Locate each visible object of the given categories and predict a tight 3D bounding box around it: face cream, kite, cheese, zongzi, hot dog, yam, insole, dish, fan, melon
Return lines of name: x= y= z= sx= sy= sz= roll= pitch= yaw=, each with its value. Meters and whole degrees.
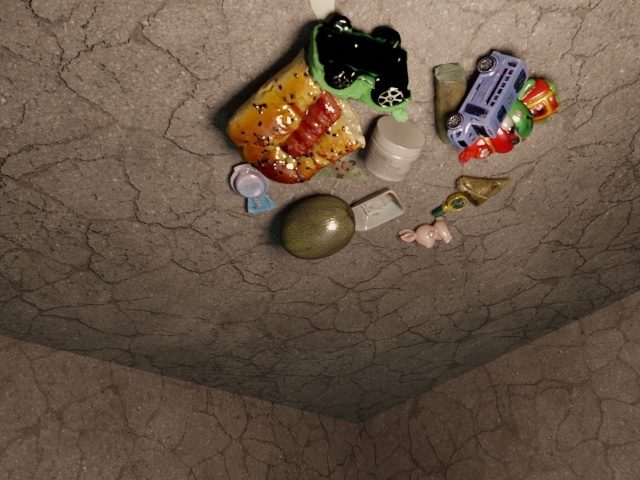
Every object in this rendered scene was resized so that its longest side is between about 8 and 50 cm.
face cream: x=0.246 y=-0.307 z=1.619 sx=0.177 sy=0.178 sz=0.153 roll=5 pitch=138 yaw=-17
kite: x=0.072 y=-0.232 z=1.802 sx=0.229 sy=0.012 sz=0.250 roll=5 pitch=139 yaw=-16
cheese: x=-0.246 y=-0.188 z=1.755 sx=0.135 sy=0.052 sz=0.245 roll=-12 pitch=141 yaw=7
zongzi: x=0.629 y=-0.230 z=1.860 sx=0.178 sy=0.082 sz=0.189 roll=-33 pitch=136 yaw=26
hot dog: x=-0.091 y=-0.344 z=1.505 sx=0.365 sy=0.196 sz=0.367 roll=-26 pitch=135 yaw=24
yam: x=0.426 y=-0.439 z=1.561 sx=0.106 sy=0.106 sz=0.259 roll=-14 pitch=140 yaw=5
insole: x=0.013 y=-0.630 z=1.329 sx=0.065 sy=0.004 sz=0.197 roll=-15 pitch=140 yaw=6
dish: x=0.203 y=-0.127 z=1.909 sx=0.234 sy=0.064 sz=0.154 roll=-26 pitch=138 yaw=16
fan: x=0.528 y=-0.145 z=1.975 sx=0.155 sy=0.039 sz=0.082 roll=-32 pitch=136 yaw=26
melon: x=-0.016 y=-0.046 z=1.824 sx=0.301 sy=0.238 sz=0.237 roll=-22 pitch=139 yaw=24

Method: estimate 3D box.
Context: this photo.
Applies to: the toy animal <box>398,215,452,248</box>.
toy animal: x=0.447 y=-0.019 z=2.053 sx=0.212 sy=0.125 sz=0.124 roll=-16 pitch=140 yaw=17

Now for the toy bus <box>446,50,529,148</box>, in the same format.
toy bus: x=0.516 y=-0.419 z=1.485 sx=0.125 sy=0.133 sz=0.292 roll=24 pitch=97 yaw=-53

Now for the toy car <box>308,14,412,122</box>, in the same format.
toy car: x=0.128 y=-0.479 z=1.377 sx=0.358 sy=0.214 sz=0.176 roll=7 pitch=157 yaw=-21

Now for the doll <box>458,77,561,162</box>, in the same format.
doll: x=0.612 y=-0.387 z=1.601 sx=0.363 sy=0.160 sz=0.182 roll=-40 pitch=132 yaw=9
